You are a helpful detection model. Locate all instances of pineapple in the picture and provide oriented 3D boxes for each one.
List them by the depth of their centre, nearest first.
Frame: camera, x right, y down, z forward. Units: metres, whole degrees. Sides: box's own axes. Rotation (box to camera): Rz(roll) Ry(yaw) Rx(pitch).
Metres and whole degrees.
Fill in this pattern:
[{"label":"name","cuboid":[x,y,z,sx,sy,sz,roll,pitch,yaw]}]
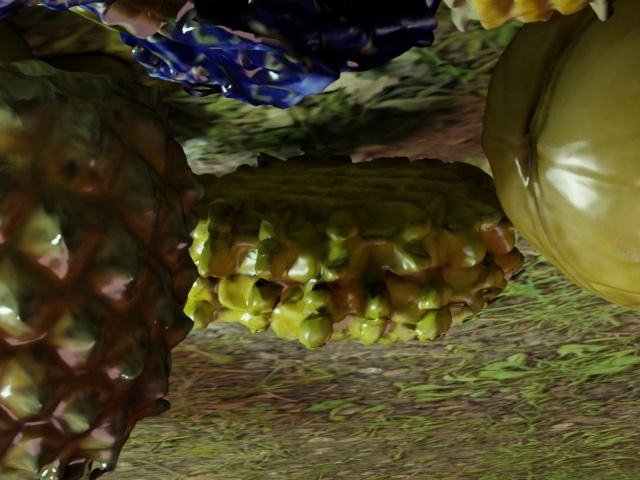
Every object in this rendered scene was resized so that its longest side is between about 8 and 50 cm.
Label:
[{"label":"pineapple","cuboid":[-0.126,0.025,0.687,0.166,0.193,0.166,7,-175,-1]}]

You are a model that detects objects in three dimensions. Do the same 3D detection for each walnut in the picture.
[{"label":"walnut","cuboid":[0.168,-0.045,0.770,0.207,0.159,0.159,-2,164,-37]}]

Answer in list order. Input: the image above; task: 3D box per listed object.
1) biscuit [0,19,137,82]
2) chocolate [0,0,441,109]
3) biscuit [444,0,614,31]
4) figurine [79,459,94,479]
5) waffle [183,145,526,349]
[{"label":"biscuit","cuboid":[-0.177,-0.052,0.799,0.184,0.035,0.249,-13,162,16]},{"label":"chocolate","cuboid":[-0.054,-0.093,0.563,0.148,0.126,0.343,-33,154,28]},{"label":"biscuit","cuboid":[0.026,-0.156,0.441,0.054,0.094,0.378,-16,163,8]},{"label":"figurine","cuboid":[-0.217,0.186,1.333,0.127,0.185,0.234,-20,174,-32]},{"label":"waffle","cuboid":[0.000,0.000,0.868,0.193,0.070,0.197,-7,-166,-27]}]
